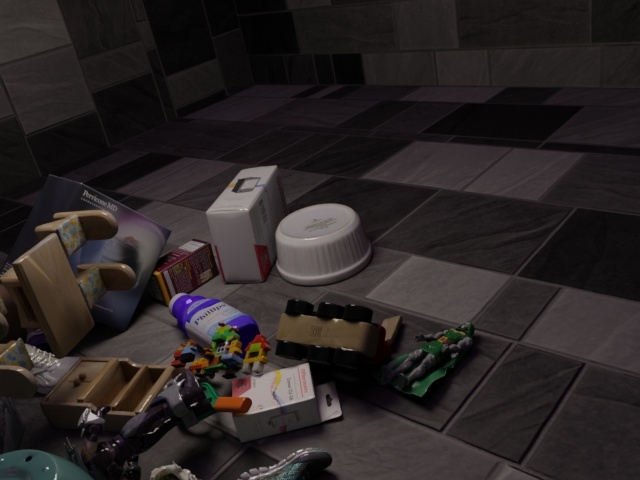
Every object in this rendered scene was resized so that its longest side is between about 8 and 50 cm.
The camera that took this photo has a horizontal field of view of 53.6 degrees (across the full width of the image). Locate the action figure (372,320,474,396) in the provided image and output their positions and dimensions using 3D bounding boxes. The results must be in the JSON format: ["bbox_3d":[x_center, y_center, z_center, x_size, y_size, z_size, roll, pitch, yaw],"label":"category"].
[{"bbox_3d":[0.229,0.224,1.271,0.232,0.063,0.137,-26,26,-32],"label":"action figure"}]

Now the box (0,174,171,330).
[{"bbox_3d":[-0.586,0.033,1.594,0.183,0.296,0.293,13,77,41],"label":"box"}]

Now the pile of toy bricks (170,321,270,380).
[{"bbox_3d":[-0.208,0.219,1.313,0.212,0.118,0.105,-17,48,38],"label":"pile of toy bricks"}]

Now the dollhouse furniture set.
[{"bbox_3d":[-0.466,0.183,1.266,0.257,0.393,0.362,-2,28,18],"label":"dollhouse furniture set"}]

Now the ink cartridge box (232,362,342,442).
[{"bbox_3d":[-0.067,0.305,1.222,0.198,0.067,0.115,-14,26,-2],"label":"ink cartridge box"}]

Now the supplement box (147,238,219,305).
[{"bbox_3d":[-0.384,0.085,1.749,0.081,0.104,0.188,12,35,41],"label":"supplement box"}]

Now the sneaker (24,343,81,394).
[{"bbox_3d":[-0.655,0.287,1.454,0.232,0.115,0.090,-8,27,9],"label":"sneaker"}]

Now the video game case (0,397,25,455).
[{"bbox_3d":[-0.626,0.372,1.185,0.026,0.196,0.274,-13,26,-6],"label":"video game case"}]

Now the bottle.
[{"bbox_3d":[-0.262,0.194,1.495,0.118,0.092,0.283,-32,32,-30],"label":"bottle"}]

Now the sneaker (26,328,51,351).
[{"bbox_3d":[-0.659,0.249,1.612,0.170,0.068,0.071,-24,45,-7],"label":"sneaker"}]

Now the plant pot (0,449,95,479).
[{"bbox_3d":[-0.424,0.449,0.906,0.293,0.235,0.293,-9,27,5],"label":"plant pot"}]

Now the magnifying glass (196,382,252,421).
[{"bbox_3d":[-0.207,0.315,1.216,0.231,0.026,0.092,-18,34,48],"label":"magnifying glass"}]

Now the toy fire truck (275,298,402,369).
[{"bbox_3d":[0.059,0.199,1.330,0.217,0.246,0.158,1,69,35],"label":"toy fire truck"}]

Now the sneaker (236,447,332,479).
[{"bbox_3d":[-0.052,0.404,1.049,0.167,0.065,0.076,-21,44,-10],"label":"sneaker"}]

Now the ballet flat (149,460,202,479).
[{"bbox_3d":[-0.191,0.471,0.881,0.147,0.146,0.409,-19,28,-14],"label":"ballet flat"}]

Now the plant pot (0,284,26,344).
[{"bbox_3d":[-0.885,0.202,1.608,0.229,0.262,0.263,-9,21,-34],"label":"plant pot"}]

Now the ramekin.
[{"bbox_3d":[0.000,0.000,1.727,0.273,0.127,0.273,-10,26,5],"label":"ramekin"}]

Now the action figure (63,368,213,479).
[{"bbox_3d":[-0.328,0.348,1.112,0.285,0.185,0.099,-33,42,-24],"label":"action figure"}]

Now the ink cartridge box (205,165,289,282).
[{"bbox_3d":[-0.195,-0.051,1.802,0.131,0.226,0.306,-4,27,14],"label":"ink cartridge box"}]
